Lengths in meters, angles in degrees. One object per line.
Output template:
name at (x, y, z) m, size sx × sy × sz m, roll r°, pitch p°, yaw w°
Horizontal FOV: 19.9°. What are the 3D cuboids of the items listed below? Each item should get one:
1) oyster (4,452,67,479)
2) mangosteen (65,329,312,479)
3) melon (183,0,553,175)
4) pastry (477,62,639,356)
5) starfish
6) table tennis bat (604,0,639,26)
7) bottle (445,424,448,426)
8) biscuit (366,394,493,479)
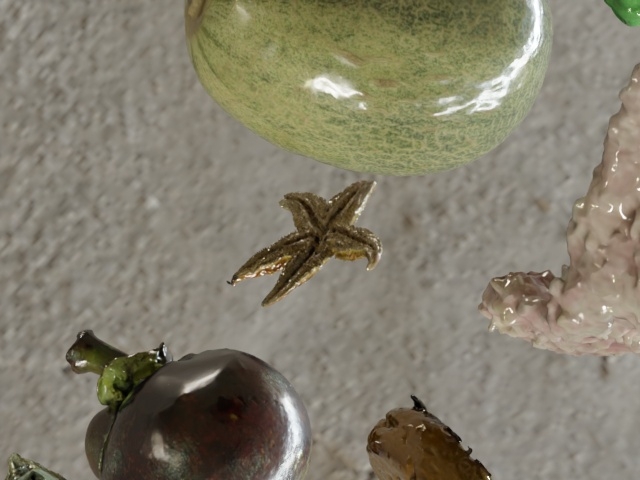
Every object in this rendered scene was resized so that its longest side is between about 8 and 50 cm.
oyster at (-0.265, 0.261, 1.695) m, size 0.098 × 0.037 × 0.100 m, roll 23°, pitch 75°, yaw 3°
mangosteen at (-0.148, 0.191, 1.887) m, size 0.289 × 0.231 × 0.231 m, roll 45°, pitch 44°, yaw 6°
melon at (0.042, -0.180, 1.546) m, size 0.329 × 0.248 × 0.249 m, roll 5°, pitch 59°, yaw -29°
pastry at (0.167, -0.039, 0.700) m, size 0.103 × 0.265 × 0.112 m, roll 2°, pitch 38°, yaw -39°
starfish at (0.000, 0.001, 2.194) m, size 0.227 × 0.240 × 0.043 m, roll -42°, pitch 121°, yaw -15°
table tennis bat at (0.310, -0.216, 1.253) m, size 0.257 × 0.039 × 0.160 m, roll -28°, pitch 46°, yaw -8°
bottle at (0.174, 0.324, 2.059) m, size 0.244 × 0.072 × 0.082 m, roll 59°, pitch 33°, yaw -11°
biscuit at (0.135, 0.273, 1.593) m, size 0.075 × 0.296 × 0.296 m, roll -35°, pitch 85°, yaw -10°
